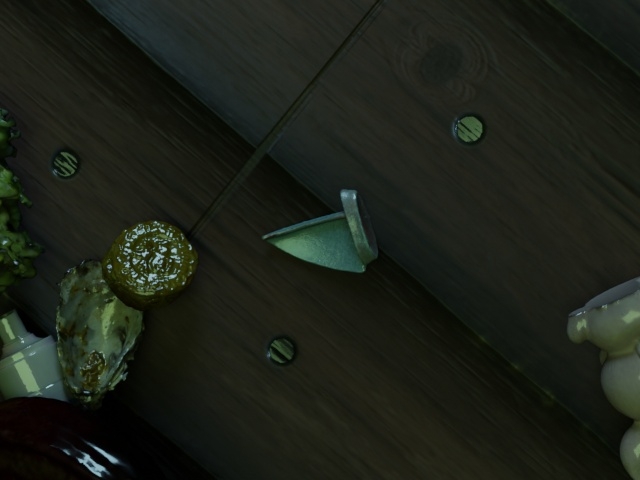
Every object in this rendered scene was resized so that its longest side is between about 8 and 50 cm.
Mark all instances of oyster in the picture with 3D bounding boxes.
[{"bbox_3d":[-0.252,0.107,1.801,0.105,0.056,0.177,1,74,-19],"label":"oyster"}]

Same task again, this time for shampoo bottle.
[{"bbox_3d":[-0.299,0.221,1.816,0.092,0.092,0.303,-27,92,12],"label":"shampoo bottle"}]

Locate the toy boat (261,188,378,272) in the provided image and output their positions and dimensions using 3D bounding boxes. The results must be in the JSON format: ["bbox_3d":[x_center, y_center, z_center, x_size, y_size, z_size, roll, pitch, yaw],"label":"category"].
[{"bbox_3d":[-0.001,0.000,1.776,0.122,0.034,0.096,-17,93,20],"label":"toy boat"}]

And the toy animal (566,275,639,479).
[{"bbox_3d":[0.353,0.150,1.691,0.124,0.124,0.212,-17,93,11],"label":"toy animal"}]

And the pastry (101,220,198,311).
[{"bbox_3d":[-0.193,0.030,1.783,0.109,0.057,0.097,-7,70,-11],"label":"pastry"}]

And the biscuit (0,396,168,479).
[{"bbox_3d":[-0.297,0.374,1.759,0.407,0.091,0.407,11,112,29],"label":"biscuit"}]

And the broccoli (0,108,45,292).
[{"bbox_3d":[-0.485,-0.021,1.765,0.334,0.272,0.324,-1,136,3],"label":"broccoli"}]
